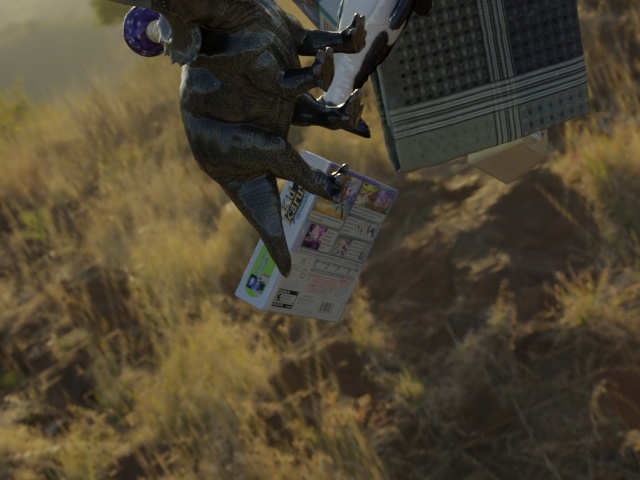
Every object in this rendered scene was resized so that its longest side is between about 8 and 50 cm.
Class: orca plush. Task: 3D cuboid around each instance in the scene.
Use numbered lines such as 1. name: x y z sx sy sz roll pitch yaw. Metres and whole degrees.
1. orca plush: 0.090 -0.254 1.345 0.102 0.287 0.151 2 21 -29

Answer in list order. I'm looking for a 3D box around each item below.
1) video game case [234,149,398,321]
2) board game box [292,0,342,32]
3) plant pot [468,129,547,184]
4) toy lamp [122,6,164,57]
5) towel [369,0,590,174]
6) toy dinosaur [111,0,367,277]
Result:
1. video game case: 0.000 0.000 1.870 0.061 0.269 0.244 28 95 26
2. board game box: 0.095 -0.444 1.687 0.336 0.254 0.079 -37 -17 -13
3. plant pot: 0.316 -0.171 1.965 0.096 0.109 0.109 -19 58 42
4. toy lamp: -0.163 -0.244 1.404 0.080 0.080 0.274 -33 22 -13
5. towel: 0.194 -0.272 1.524 0.324 0.312 0.056 -18 17 -23
6. toy dinosaur: -0.053 -0.111 0.934 0.160 0.313 0.121 11 49 18
